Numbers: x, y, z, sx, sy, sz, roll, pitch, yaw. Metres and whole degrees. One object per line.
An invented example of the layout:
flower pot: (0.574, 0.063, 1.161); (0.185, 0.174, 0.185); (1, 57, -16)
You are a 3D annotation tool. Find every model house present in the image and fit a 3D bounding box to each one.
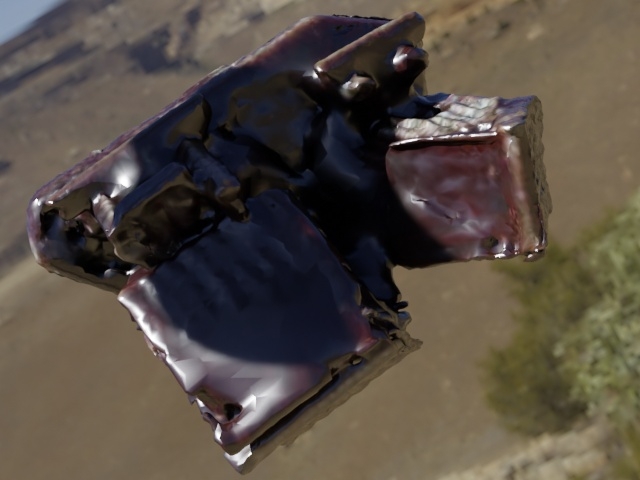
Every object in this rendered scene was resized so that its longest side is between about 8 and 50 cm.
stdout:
model house: (-0.001, -0.011, 0.692); (0.203, 0.141, 0.164); (-41, 19, -6)
